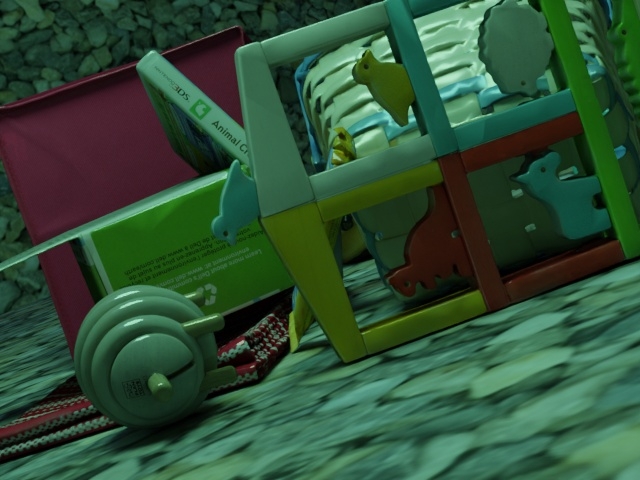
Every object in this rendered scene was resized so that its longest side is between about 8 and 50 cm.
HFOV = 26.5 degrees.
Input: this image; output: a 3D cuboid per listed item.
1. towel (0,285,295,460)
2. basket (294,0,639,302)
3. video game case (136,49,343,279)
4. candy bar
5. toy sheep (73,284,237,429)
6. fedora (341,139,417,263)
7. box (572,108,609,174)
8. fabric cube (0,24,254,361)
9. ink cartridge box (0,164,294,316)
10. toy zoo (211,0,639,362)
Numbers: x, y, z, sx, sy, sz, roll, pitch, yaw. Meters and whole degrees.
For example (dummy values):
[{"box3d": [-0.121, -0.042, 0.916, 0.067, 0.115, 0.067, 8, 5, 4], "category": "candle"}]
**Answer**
[{"box3d": [-0.110, 0.085, 0.973, 0.198, 0.031, 0.275, -19, 4, 10], "category": "towel"}, {"box3d": [0.103, -0.097, 0.985, 0.254, 0.201, 0.289, -17, 35, 11], "category": "basket"}, {"box3d": [-0.058, -0.049, 1.088, 0.023, 0.193, 0.212, -46, -10, -8], "category": "video game case"}, {"box3d": [0.000, 0.000, 0.866, 0.018, 0.161, 0.040, 10, 37, -6], "category": "candy bar"}, {"box3d": [-0.098, 0.067, 0.784, 0.091, 0.091, 0.132, -20, 10, -12], "category": "toy sheep"}, {"box3d": [0.073, -0.055, 1.395, 0.079, 0.194, 0.194, 15, -5, -15], "category": "fedora"}, {"box3d": [0.386, -0.139, 1.464, 0.244, 0.060, 0.100, -18, 4, 18], "category": "box"}, {"box3d": [-0.150, -0.051, 1.359, 0.254, 0.259, 0.258, -18, 4, 2], "category": "fabric cube"}, {"box3d": [-0.167, 0.037, 1.014, 0.255, 0.097, 0.189, -24, 6, -12], "category": "ink cartridge box"}, {"box3d": [0.075, -0.052, 0.798, 0.293, 0.192, 0.030, -20, 3, -6], "category": "toy zoo"}]
